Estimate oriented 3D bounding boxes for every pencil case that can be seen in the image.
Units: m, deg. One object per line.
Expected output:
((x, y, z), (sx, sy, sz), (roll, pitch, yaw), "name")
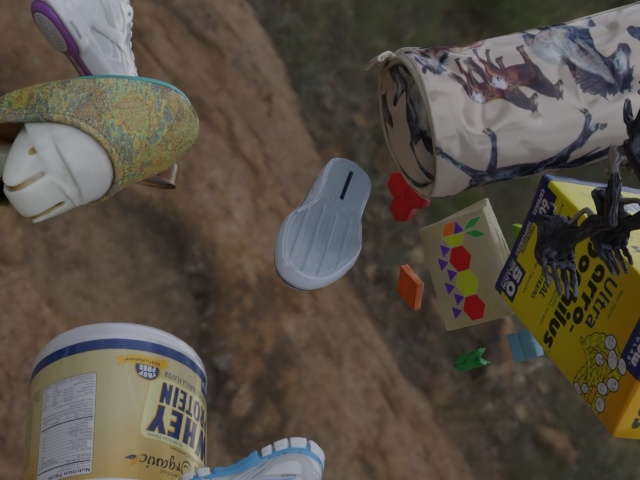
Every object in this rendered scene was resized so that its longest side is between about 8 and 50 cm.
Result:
((0.264, -0.169, 1.586), (0.160, 0.410, 0.184), (106, -31, -71), "pencil case")

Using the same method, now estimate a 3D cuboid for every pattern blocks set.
((0.230, 0.038, 2.249), (0.026, 0.285, 0.325), (-12, 93, -48), "pattern blocks set")

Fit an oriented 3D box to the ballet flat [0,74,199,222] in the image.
((-0.273, -0.066, 1.253), (0.123, 0.348, 0.123), (-1, 90, -71), "ballet flat")

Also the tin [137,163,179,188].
((-0.292, -0.114, 2.085), (0.189, 0.106, 0.040), (16, 77, -26), "tin")

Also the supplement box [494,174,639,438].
((0.416, 0.087, 1.950), (0.195, 0.194, 0.356), (7, 27, -26), "supplement box")

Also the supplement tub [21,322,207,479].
((-0.254, 0.286, 1.806), (0.228, 0.228, 0.316), (29, 43, -37), "supplement tub")

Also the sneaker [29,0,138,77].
((-0.320, -0.298, 2.242), (0.152, 0.114, 0.305), (-53, 144, -22), "sneaker")

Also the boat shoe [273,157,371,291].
((0.000, 0.000, 1.502), (0.083, 0.076, 0.226), (32, 34, 1), "boat shoe")

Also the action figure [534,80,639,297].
((0.301, -0.054, 1.228), (0.164, 0.276, 0.141), (-9, 62, -33), "action figure")

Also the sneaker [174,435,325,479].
((-0.083, 0.259, 1.414), (0.071, 0.190, 0.083), (56, 14, -31), "sneaker")
